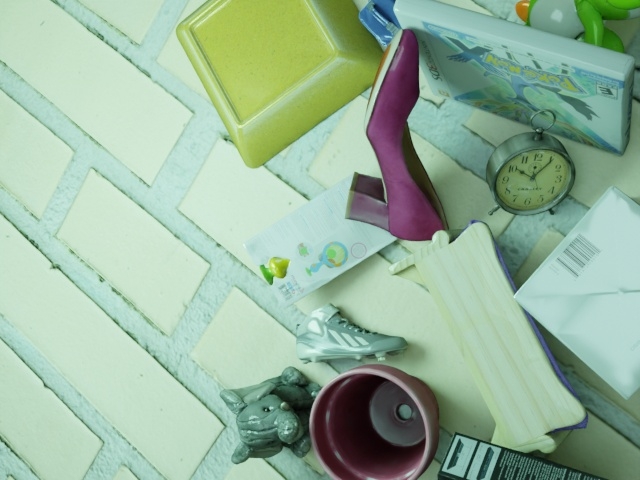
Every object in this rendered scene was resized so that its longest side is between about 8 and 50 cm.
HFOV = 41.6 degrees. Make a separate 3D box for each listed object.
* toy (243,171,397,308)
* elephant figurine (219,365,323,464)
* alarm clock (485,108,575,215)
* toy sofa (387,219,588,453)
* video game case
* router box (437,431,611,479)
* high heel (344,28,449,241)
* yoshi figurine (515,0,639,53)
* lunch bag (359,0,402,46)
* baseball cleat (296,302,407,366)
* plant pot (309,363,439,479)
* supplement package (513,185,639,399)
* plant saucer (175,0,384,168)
[{"bbox_3d":[0.000,0.000,1.478,0.237,0.056,0.137,-32,90,3],"label":"toy"},{"bbox_3d":[-0.096,0.302,1.430,0.169,0.239,0.186,44,107,17],"label":"elephant figurine"},{"bbox_3d":[0.324,-0.120,1.292,0.129,0.064,0.192,0,132,-5],"label":"alarm clock"},{"bbox_3d":[0.274,0.151,1.312,0.177,0.150,0.362,-32,77,24],"label":"toy sofa"},{"bbox_3d":[0.287,-0.235,1.227,0.329,0.300,0.036,23,84,22],"label":"video game case"},{"bbox_3d":[0.303,0.434,1.243,0.243,0.081,0.309,12,136,24],"label":"router box"},{"bbox_3d":[0.153,-0.152,1.304,0.181,0.127,0.377,13,140,2],"label":"high heel"},{"bbox_3d":[0.424,-0.319,1.192,0.362,0.203,0.203,151,113,-65],"label":"yoshi figurine"},{"bbox_3d":[0.114,-0.374,1.430,0.067,0.065,0.098,-46,73,17],"label":"lunch bag"},{"bbox_3d":[0.048,0.159,1.459,0.206,0.072,0.109,-8,80,20],"label":"baseball cleat"},{"bbox_3d":[0.108,0.295,1.371,0.201,0.180,0.201,0,90,24],"label":"plant pot"},{"bbox_3d":[0.431,0.066,1.181,0.198,0.262,0.199,44,106,18],"label":"supplement package"},{"bbox_3d":[-0.094,-0.352,1.517,0.333,0.081,0.333,-33,78,20],"label":"plant saucer"}]
